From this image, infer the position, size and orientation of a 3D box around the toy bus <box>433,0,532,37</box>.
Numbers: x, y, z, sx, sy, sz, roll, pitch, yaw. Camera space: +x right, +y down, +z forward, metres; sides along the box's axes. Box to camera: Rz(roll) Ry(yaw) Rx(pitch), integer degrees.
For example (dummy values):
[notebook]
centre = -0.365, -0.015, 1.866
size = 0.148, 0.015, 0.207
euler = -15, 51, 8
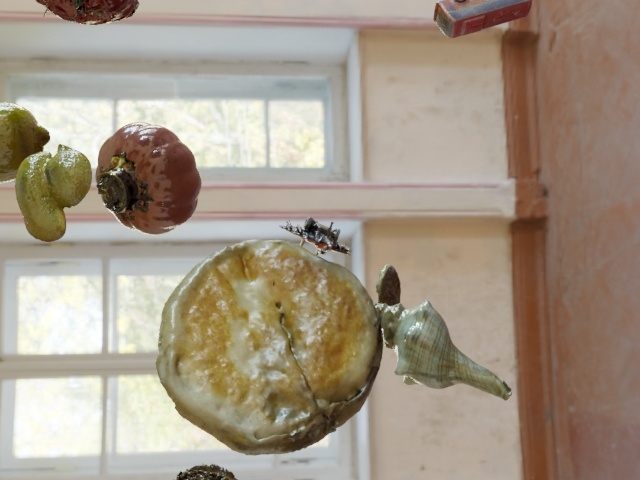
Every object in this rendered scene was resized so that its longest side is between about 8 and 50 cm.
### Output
[toy bus]
centre = 0.326, -0.464, 1.611
size = 0.065, 0.192, 0.077
euler = 88, 161, -60

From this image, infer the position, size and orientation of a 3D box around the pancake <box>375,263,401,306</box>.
[pancake]
centre = 0.162, 0.115, 1.899
size = 0.129, 0.023, 0.116
euler = 61, -138, -43

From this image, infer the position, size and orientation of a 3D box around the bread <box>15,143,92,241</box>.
[bread]
centre = -0.502, -0.093, 1.502
size = 0.065, 0.150, 0.187
euler = 44, -139, -70

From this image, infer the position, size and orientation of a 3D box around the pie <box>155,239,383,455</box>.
[pie]
centre = -0.070, 0.144, 1.145
size = 0.077, 0.339, 0.338
euler = 116, 154, -58

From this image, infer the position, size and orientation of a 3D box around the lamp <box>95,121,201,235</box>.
[lamp]
centre = -0.464, -0.155, 2.102
size = 0.240, 0.306, 0.305
euler = -29, -52, -52

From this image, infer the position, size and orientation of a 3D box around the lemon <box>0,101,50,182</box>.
[lemon]
centre = -0.753, -0.224, 1.866
size = 0.184, 0.249, 0.184
euler = 164, 90, -78

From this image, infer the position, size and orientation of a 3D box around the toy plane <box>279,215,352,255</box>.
[toy plane]
centre = 0.001, -0.003, 1.288
size = 0.061, 0.130, 0.189
euler = -68, 11, -8

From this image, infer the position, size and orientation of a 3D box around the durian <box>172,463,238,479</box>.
[durian]
centre = -0.232, 0.513, 1.506
size = 0.167, 0.196, 0.196
euler = 53, 163, 13

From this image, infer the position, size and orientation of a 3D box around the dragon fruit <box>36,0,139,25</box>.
[dragon fruit]
centre = -0.494, -0.579, 1.747
size = 0.299, 0.245, 0.244
euler = -38, -42, -52

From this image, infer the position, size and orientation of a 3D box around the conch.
[conch]
centre = 0.159, 0.177, 1.227
size = 0.234, 0.114, 0.137
euler = 50, 170, 2
